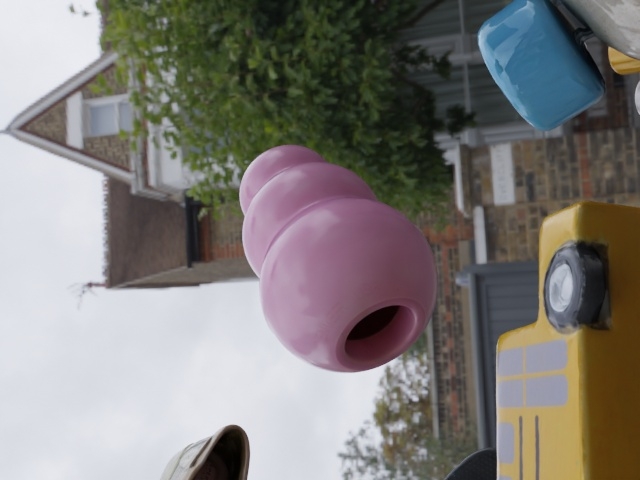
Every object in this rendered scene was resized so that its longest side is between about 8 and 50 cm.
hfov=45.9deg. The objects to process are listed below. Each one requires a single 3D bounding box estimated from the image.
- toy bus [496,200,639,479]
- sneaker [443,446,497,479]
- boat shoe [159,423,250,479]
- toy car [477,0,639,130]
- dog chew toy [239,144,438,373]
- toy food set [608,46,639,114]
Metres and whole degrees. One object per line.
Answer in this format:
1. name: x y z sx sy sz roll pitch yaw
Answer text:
1. toy bus: 0.176 0.151 0.457 0.130 0.108 0.332 130 145 -71
2. sneaker: 0.227 0.430 1.181 0.270 0.090 0.145 -61 -28 8
3. boat shoe: -0.139 0.322 0.829 0.109 0.098 0.302 41 -156 -14
4. toy car: 0.210 -0.187 0.461 0.238 0.219 0.210 1 -121 -57
5. dog chew toy: 0.000 0.000 0.923 0.332 0.206 0.206 58 174 43
6. toy food set: 0.368 -0.171 0.670 0.232 0.104 0.111 -20 -75 -34
